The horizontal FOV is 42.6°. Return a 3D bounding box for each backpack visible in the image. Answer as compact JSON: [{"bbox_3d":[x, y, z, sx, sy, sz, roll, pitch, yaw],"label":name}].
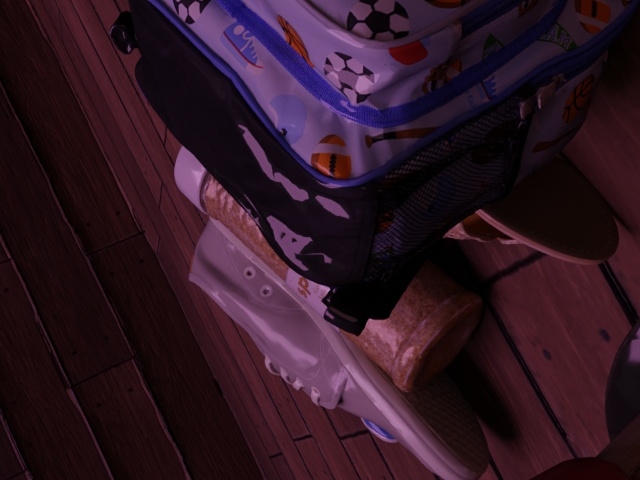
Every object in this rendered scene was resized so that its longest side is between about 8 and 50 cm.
[{"bbox_3d":[0.043,-0.134,0.487,0.276,0.263,0.213,51,150,21],"label":"backpack"}]

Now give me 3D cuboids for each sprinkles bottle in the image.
[{"bbox_3d":[0.000,0.000,0.862,0.355,0.121,0.121,40,151,25],"label":"sprinkles bottle"}]

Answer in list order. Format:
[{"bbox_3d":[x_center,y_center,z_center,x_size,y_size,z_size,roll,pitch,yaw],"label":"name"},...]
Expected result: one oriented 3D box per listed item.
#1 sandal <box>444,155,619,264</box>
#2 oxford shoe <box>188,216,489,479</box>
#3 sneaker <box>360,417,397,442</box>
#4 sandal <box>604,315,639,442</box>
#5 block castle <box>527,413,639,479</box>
[{"bbox_3d":[0.100,-0.041,0.618,0.240,0.088,0.079,31,145,9],"label":"sandal"},{"bbox_3d":[0.007,0.123,0.950,0.449,0.130,0.169,41,-167,26],"label":"oxford shoe"},{"bbox_3d":[0.070,0.199,1.117,0.084,0.058,0.152,83,162,-61],"label":"sneaker"},{"bbox_3d":[0.239,0.033,0.455,0.120,0.086,0.302,22,119,46],"label":"sandal"},{"bbox_3d":[0.222,0.061,0.199,0.303,0.213,0.453,40,142,30],"label":"block castle"}]
